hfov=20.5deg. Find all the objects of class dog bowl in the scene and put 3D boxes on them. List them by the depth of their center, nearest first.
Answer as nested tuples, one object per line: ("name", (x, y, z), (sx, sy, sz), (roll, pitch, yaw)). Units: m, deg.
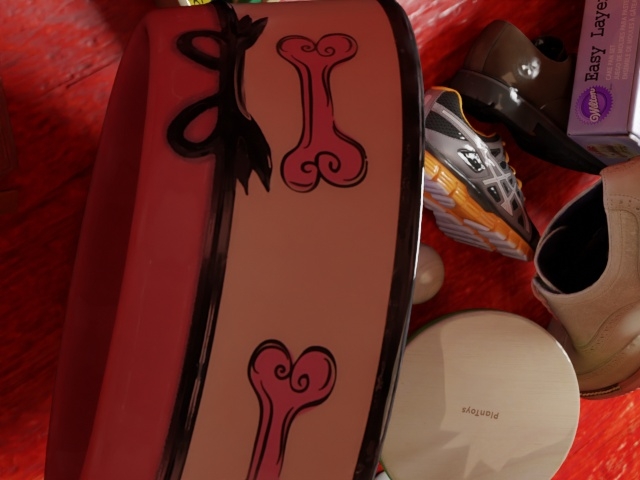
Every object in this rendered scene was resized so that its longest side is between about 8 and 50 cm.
("dog bowl", (-0.068, 0.037, 1.089), (0.150, 0.408, 0.408), (11, 103, -12))

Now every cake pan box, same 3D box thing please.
("cake pan box", (0.318, -0.162, 1.558), (0.267, 0.070, 0.245), (25, 72, -51))

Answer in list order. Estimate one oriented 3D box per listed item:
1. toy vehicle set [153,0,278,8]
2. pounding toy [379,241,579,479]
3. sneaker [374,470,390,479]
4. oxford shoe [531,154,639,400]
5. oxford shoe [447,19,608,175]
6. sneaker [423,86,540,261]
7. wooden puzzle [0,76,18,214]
("toy vehicle set", (-0.029, -0.270, 1.222), (0.267, 0.035, 0.166), (-47, 136, -19))
("pounding toy", (0.100, 0.120, 1.521), (0.237, 0.110, 0.183), (40, 89, -19))
("sneaker", (0.066, 0.261, 1.527), (0.275, 0.110, 0.107), (11, 100, -49))
("oxford shoe", (0.241, 0.026, 1.519), (0.147, 0.140, 0.397), (2, 150, -11))
("oxford shoe", (0.201, -0.119, 1.505), (0.227, 0.083, 0.096), (31, 80, -50))
("sneaker", (0.130, -0.048, 1.467), (0.215, 0.084, 0.083), (41, 69, -49))
("wooden puzzle", (-0.227, -0.062, 1.134), (0.078, 0.014, 0.116), (-26, 126, -41))
